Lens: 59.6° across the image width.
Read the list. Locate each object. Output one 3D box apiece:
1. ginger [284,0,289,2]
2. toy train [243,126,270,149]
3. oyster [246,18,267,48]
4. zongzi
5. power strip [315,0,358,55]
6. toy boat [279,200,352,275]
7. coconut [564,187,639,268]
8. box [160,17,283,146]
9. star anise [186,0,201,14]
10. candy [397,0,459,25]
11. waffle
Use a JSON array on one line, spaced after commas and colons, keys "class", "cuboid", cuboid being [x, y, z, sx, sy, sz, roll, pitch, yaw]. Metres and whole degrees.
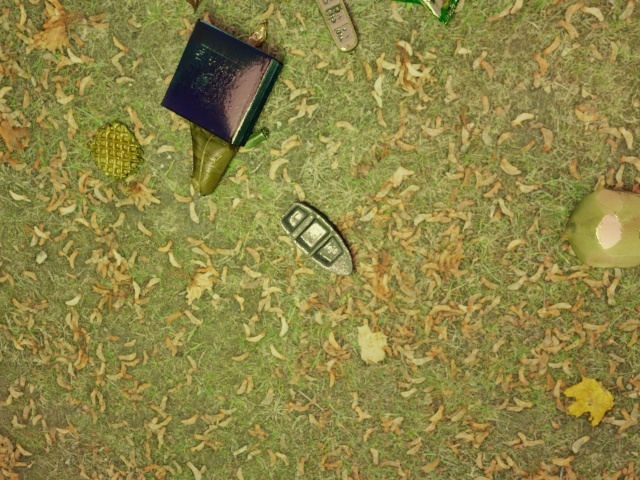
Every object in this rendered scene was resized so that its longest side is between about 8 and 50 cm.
[{"class": "ginger", "cuboid": [-0.092, -0.789, 1.644, 0.069, 0.051, 0.173, 25, 102, 11]}, {"class": "toy train", "cuboid": [-0.204, -0.317, 1.738, 0.093, 0.056, 0.038, -28, 99, 14]}, {"class": "oyster", "cuboid": [-0.184, -0.621, 1.696, 0.093, 0.034, 0.051, -39, 77, 23]}, {"class": "zongzi", "cuboid": [-0.387, -0.261, 1.761, 0.204, 0.094, 0.205, 35, 105, 12]}, {"class": "power strip", "cuboid": [0.036, -0.682, 1.649, 0.080, 0.048, 0.286, -22, 98, 12]}, {"class": "toy boat", "cuboid": [0.000, 0.000, 1.755, 0.283, 0.078, 0.127, 45, 102, -2]}, {"class": "coconut", "cuboid": [0.806, -0.035, 1.570, 0.230, 0.227, 0.227, 6, 101, -4]}, {"class": "box", "cuboid": [-0.292, -0.462, 1.656, 0.261, 0.116, 0.279, 29, 101, 9]}, {"class": "star anise", "cuboid": [-0.331, -0.804, 1.635, 0.227, 0.218, 0.148, -32, 103, 32]}, {"class": "candy", "cuboid": [0.307, -0.715, 1.592, 0.203, 0.078, 0.141, 33, 92, 13]}, {"class": "waffle", "cuboid": [-0.667, -0.287, 1.817, 0.169, 0.036, 0.183, -34, 92, 14]}]
